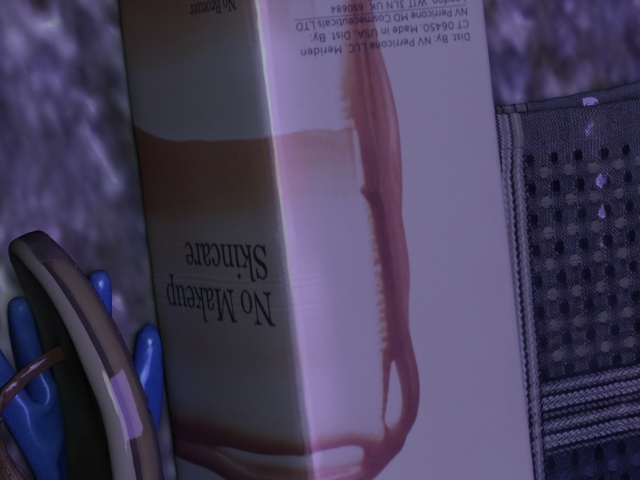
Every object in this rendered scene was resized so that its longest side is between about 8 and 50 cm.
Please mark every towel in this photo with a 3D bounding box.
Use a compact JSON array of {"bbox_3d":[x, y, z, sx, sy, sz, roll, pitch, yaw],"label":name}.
[{"bbox_3d":[0.168,0.070,1.037,0.312,0.056,0.324,-7,96,-29],"label":"towel"}]

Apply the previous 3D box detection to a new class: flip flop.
[{"bbox_3d":[-0.119,0.135,0.802,0.080,0.112,0.277,-5,100,-19],"label":"flip flop"}]

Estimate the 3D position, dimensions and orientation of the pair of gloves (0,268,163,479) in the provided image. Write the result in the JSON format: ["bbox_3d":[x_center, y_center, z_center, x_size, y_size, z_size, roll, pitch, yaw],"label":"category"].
[{"bbox_3d":[-0.156,0.104,0.841,0.198,0.023,0.159,-15,98,-32],"label":"pair of gloves"}]

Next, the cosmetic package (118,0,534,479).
[{"bbox_3d":[0.000,0.000,0.864,0.129,0.153,0.296,-10,94,-30],"label":"cosmetic package"}]
